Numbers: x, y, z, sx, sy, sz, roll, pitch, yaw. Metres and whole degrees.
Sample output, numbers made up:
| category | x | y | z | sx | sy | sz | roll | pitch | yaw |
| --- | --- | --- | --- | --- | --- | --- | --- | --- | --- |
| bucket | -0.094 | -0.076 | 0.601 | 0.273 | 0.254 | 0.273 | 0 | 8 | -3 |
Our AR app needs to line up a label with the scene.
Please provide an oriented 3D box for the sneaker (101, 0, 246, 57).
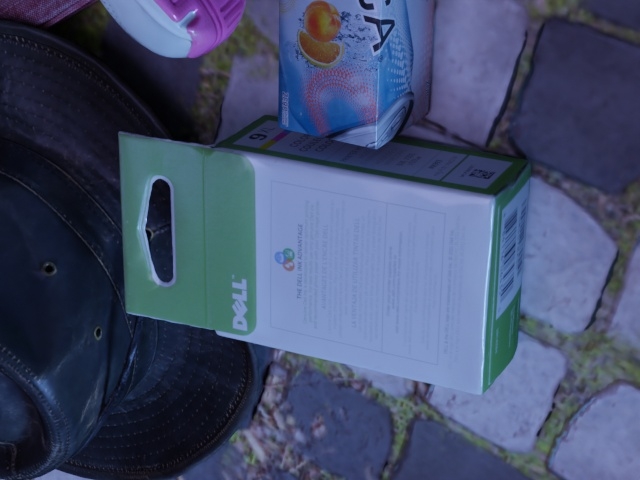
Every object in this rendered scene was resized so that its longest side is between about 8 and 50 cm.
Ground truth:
| category | x | y | z | sx | sy | sz | roll | pitch | yaw |
| --- | --- | --- | --- | --- | --- | --- | --- | --- | --- |
| sneaker | -0.132 | -0.181 | 0.697 | 0.252 | 0.103 | 0.111 | 53 | 133 | 10 |

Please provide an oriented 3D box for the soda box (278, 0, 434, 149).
| category | x | y | z | sx | sy | sz | roll | pitch | yaw |
| --- | --- | --- | --- | --- | --- | --- | --- | --- | --- |
| soda box | 0.019 | -0.141 | 0.684 | 0.058 | 0.063 | 0.183 | 14 | 118 | 26 |

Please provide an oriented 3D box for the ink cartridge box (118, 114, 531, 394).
| category | x | y | z | sx | sy | sz | roll | pitch | yaw |
| --- | --- | --- | --- | --- | --- | --- | --- | --- | --- |
| ink cartridge box | 0.000 | 0.000 | 0.752 | 0.209 | 0.062 | 0.109 | 11 | 115 | 22 |

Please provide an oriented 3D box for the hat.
| category | x | y | z | sx | sy | sz | roll | pitch | yaw |
| --- | --- | --- | --- | --- | --- | --- | --- | --- | --- |
| hat | -0.204 | 0.043 | 0.844 | 0.331 | 0.134 | 0.331 | 15 | 125 | 22 |

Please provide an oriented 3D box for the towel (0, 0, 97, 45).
| category | x | y | z | sx | sy | sz | roll | pitch | yaw |
| --- | --- | --- | --- | --- | --- | --- | --- | --- | --- |
| towel | -0.173 | -0.287 | 0.753 | 0.237 | 0.037 | 0.329 | -22 | 98 | 37 |
